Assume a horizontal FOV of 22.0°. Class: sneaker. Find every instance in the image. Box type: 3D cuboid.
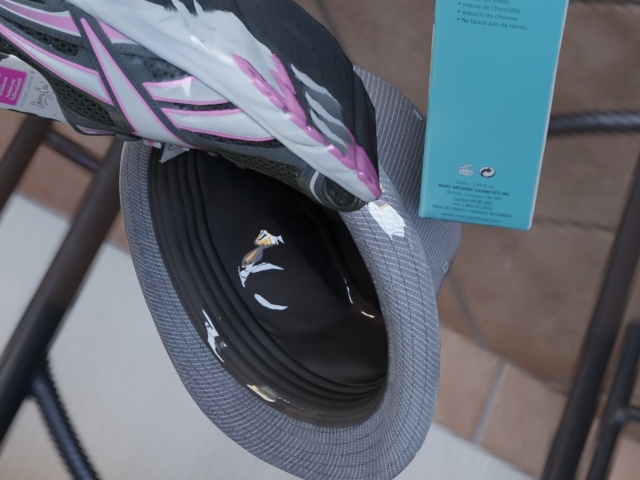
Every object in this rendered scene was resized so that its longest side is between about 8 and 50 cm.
[{"bbox_3d":[-0.056,-0.064,0.611,0.178,0.072,0.077,37,125,-23],"label":"sneaker"}]

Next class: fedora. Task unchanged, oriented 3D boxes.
[{"bbox_3d":[0.000,0.000,0.989,0.243,0.124,0.275,11,126,42],"label":"fedora"}]

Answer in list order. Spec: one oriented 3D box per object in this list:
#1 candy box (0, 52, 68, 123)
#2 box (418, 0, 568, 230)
[{"bbox_3d":[-0.202,-0.168,1.026,0.233,0.159,0.071,11,154,-15],"label":"candy box"},{"bbox_3d":[0.086,-0.118,0.778,0.060,0.101,0.244,7,143,5],"label":"box"}]
